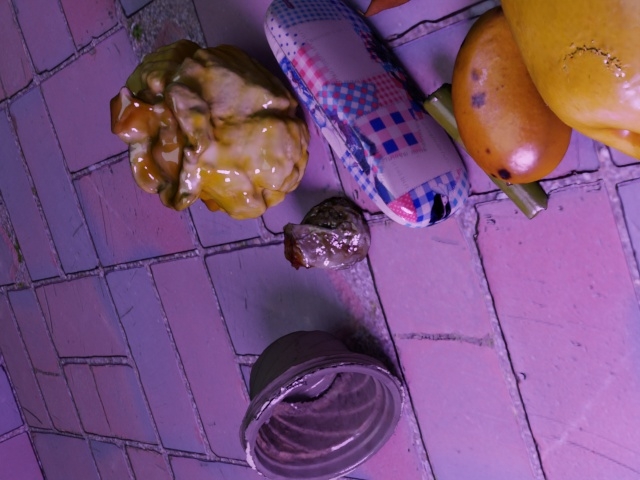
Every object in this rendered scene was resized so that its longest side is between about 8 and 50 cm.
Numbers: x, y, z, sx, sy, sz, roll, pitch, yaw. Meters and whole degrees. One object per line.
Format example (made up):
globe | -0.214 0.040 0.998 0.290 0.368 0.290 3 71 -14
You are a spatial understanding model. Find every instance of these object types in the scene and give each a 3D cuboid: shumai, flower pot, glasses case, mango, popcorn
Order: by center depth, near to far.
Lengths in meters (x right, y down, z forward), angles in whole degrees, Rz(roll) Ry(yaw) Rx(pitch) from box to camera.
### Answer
mango | 0.187 -0.144 0.896 0.115 0.090 0.178 -21 88 40
glasses case | 0.051 -0.157 1.020 0.327 0.125 0.076 57 140 14
popcorn | -0.149 -0.146 1.180 0.224 0.270 0.258 -63 22 15
shumai | -0.001 -0.001 1.189 0.124 0.087 0.099 -34 79 50
flower pot | -0.012 0.218 1.235 0.140 0.236 0.235 -124 34 -50

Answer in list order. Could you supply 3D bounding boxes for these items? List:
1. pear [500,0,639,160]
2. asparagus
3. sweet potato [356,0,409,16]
pear | 0.285 -0.216 0.633 0.336 0.285 0.285 -48 63 6
asparagus | 0.182 -0.099 0.966 0.178 0.041 0.045 49 171 3
sweet potato | 0.099 -0.290 0.962 0.195 0.056 0.056 -25 88 56
